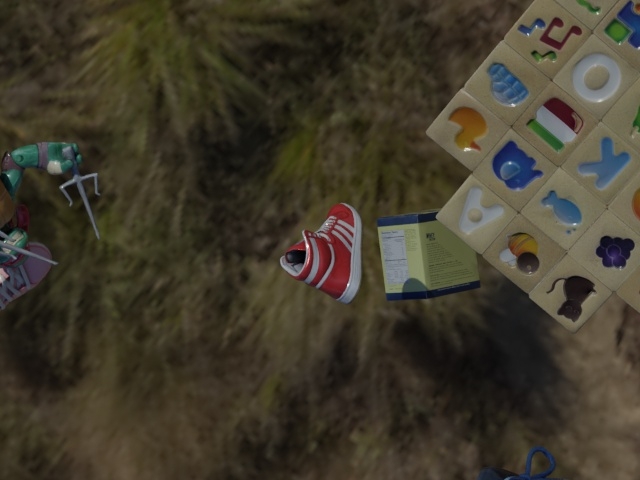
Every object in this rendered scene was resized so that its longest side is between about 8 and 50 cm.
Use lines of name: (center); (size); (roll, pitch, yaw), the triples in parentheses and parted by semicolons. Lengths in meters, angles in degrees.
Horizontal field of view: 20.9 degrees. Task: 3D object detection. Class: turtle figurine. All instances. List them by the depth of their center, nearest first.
turtle figurine: (-0.307, -0.047, 1.569); (0.118, 0.175, 0.234); (-17, 121, 31)

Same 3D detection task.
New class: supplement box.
supplement box: (0.107, 0.012, 1.717); (0.056, 0.083, 0.083); (-5, 94, 45)

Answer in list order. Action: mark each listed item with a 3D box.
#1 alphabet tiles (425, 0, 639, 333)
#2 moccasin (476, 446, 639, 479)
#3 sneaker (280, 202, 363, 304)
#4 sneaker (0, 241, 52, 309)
alphabet tiles: (0.272, -0.089, 1.553); (0.285, 0.011, 0.342); (39, 112, 0)
moccasin: (0.190, 0.302, 1.878); (0.342, 0.138, 0.116); (-16, 93, 17)
sneaker: (0.000, 0.000, 1.515); (0.067, 0.118, 0.042); (23, 125, -21)
sneaker: (-0.307, 0.053, 1.635); (0.070, 0.134, 0.051); (42, 154, 55)
